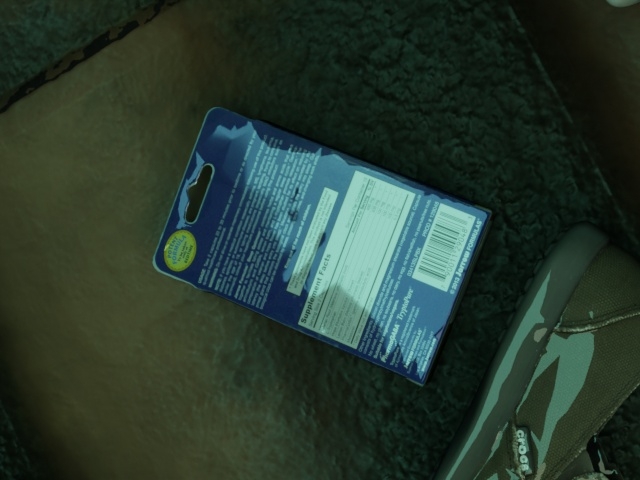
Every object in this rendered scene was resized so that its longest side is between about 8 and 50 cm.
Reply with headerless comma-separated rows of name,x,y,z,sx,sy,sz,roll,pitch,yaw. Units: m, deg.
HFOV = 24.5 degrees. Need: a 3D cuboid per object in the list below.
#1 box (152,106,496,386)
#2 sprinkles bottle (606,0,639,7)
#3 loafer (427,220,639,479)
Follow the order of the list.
box,0.000,0.000,1.080,0.225,0.036,0.136,23,97,12
sprinkles bottle,0.159,-0.334,0.983,0.121,0.121,0.355,-31,83,14
loafer,0.143,0.172,0.996,0.130,0.134,0.366,26,98,13
